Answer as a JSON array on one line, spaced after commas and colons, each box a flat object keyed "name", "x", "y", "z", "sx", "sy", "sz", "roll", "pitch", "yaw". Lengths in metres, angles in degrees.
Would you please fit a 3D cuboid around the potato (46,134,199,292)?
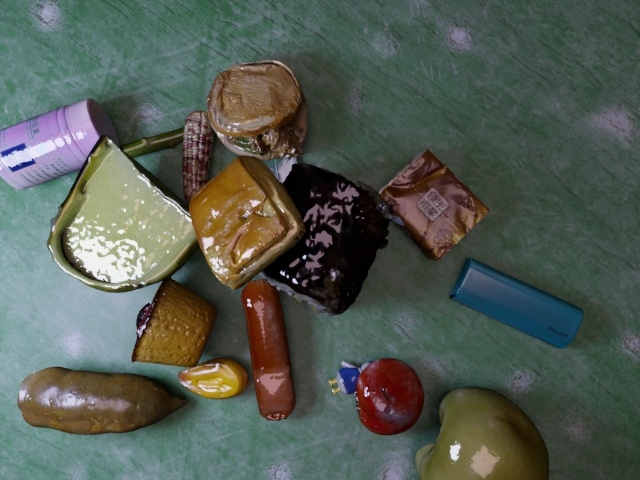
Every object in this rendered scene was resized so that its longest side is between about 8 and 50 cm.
[{"name": "potato", "x": -0.445, "y": -0.016, "z": 1.113, "sx": 0.330, "sy": 0.213, "sz": 0.280, "roll": 40, "pitch": 82, "yaw": 5}]

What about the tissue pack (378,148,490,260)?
[{"name": "tissue pack", "x": 0.271, "y": -0.088, "z": 1.188, "sx": 0.183, "sy": 0.092, "sz": 0.226, "roll": -44, "pitch": 90, "yaw": -3}]

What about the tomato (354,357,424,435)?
[{"name": "tomato", "x": 0.175, "y": 0.385, "z": 1.134, "sx": 0.173, "sy": 0.099, "sz": 0.189, "roll": -8, "pitch": 103, "yaw": -13}]

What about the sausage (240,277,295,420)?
[{"name": "sausage", "x": -0.127, "y": 0.264, "z": 1.167, "sx": 0.097, "sy": 0.094, "sz": 0.348, "roll": -8, "pitch": 93, "yaw": -6}]

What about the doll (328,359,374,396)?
[{"name": "doll", "x": 0.091, "y": 0.336, "z": 1.180, "sx": 0.143, "sy": 0.057, "sz": 0.099, "roll": -25, "pitch": 78, "yaw": -3}]

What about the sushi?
[{"name": "sushi", "x": 0.000, "y": -0.003, "z": 1.081, "sx": 0.281, "sy": 0.299, "sz": 0.294, "roll": 31, "pitch": 86, "yaw": 2}]

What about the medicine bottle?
[{"name": "medicine bottle", "x": -0.649, "y": -0.237, "z": 1.173, "sx": 0.254, "sy": 0.152, "sz": 0.152, "roll": -21, "pitch": 87, "yaw": 0}]

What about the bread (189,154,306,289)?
[{"name": "bread", "x": -0.159, "y": -0.046, "z": 0.953, "sx": 0.210, "sy": 0.099, "sz": 0.235, "roll": -37, "pitch": 62, "yaw": 11}]

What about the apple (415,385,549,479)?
[{"name": "apple", "x": 0.373, "y": 0.499, "z": 1.080, "sx": 0.257, "sy": 0.233, "sz": 0.295, "roll": 28, "pitch": 88, "yaw": 6}]

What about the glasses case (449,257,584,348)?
[{"name": "glasses case", "x": 0.486, "y": 0.156, "z": 1.184, "sx": 0.301, "sy": 0.070, "sz": 0.117, "roll": 24, "pitch": 88, "yaw": 0}]

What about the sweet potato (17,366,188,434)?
[{"name": "sweet potato", "x": -0.512, "y": 0.384, "z": 1.137, "sx": 0.369, "sy": 0.158, "sz": 0.158, "roll": 2, "pitch": 87, "yaw": 2}]

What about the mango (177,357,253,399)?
[{"name": "mango", "x": -0.261, "y": 0.342, "z": 1.180, "sx": 0.187, "sy": 0.066, "sz": 0.101, "roll": -3, "pitch": 95, "yaw": 5}]

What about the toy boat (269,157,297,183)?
[{"name": "toy boat", "x": -0.088, "y": -0.190, "z": 1.223, "sx": 0.105, "sy": 0.034, "sz": 0.149, "roll": -29, "pitch": 86, "yaw": 2}]

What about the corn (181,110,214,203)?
[{"name": "corn", "x": -0.312, "y": -0.209, "z": 1.210, "sx": 0.079, "sy": 0.079, "sz": 0.237, "roll": 2, "pitch": 90, "yaw": 1}]

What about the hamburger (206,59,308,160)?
[{"name": "hamburger", "x": -0.146, "y": -0.318, "z": 1.169, "sx": 0.286, "sy": 0.146, "sz": 0.243, "roll": 37, "pitch": 73, "yaw": 16}]

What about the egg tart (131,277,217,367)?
[{"name": "egg tart", "x": -0.347, "y": 0.198, "z": 1.129, "sx": 0.170, "sy": 0.215, "sz": 0.215, "roll": 21, "pitch": 87, "yaw": -12}]

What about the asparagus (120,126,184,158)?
[{"name": "asparagus", "x": -0.422, "y": -0.252, "z": 1.230, "sx": 0.178, "sy": 0.041, "sz": 0.045, "roll": -21, "pitch": 117, "yaw": -13}]
